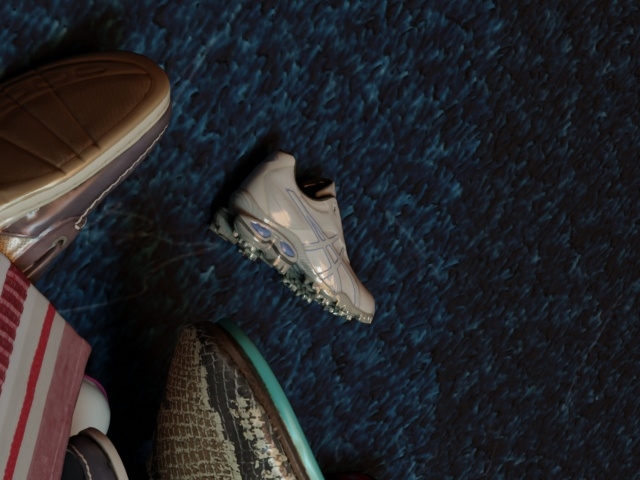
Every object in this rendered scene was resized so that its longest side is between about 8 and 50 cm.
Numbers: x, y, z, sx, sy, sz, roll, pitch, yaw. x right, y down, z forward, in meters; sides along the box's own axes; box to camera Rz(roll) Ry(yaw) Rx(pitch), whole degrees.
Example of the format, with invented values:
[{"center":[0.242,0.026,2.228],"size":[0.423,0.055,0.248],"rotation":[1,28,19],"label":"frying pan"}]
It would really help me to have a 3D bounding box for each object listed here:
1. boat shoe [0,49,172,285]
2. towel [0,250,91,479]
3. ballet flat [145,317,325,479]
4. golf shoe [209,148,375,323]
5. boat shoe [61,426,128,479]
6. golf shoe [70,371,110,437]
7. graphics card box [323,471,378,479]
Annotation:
[{"center":[-0.205,-0.009,0.985],"size":[0.285,0.103,0.092],"rotation":[-41,143,-19],"label":"boat shoe"},{"center":[-0.205,0.114,0.839],"size":[0.329,0.037,0.237],"rotation":[68,30,-66],"label":"towel"},{"center":[-0.027,0.262,1.127],"size":[0.182,0.164,0.483],"rotation":[-36,131,-7],"label":"ballet flat"},{"center":[0.000,0.000,1.198],"size":[0.176,0.069,0.086],"rotation":[42,75,-47],"label":"golf shoe"},{"center":[-0.166,0.219,1.028],"size":[0.065,0.075,0.206],"rotation":[-8,116,-41],"label":"boat shoe"},{"center":[-0.246,0.175,1.009],"size":[0.306,0.140,0.115],"rotation":[-25,125,-33],"label":"golf shoe"},{"center":[-0.097,0.305,1.244],"size":[0.371,0.094,0.232],"rotation":[6,105,-43],"label":"graphics card box"}]
